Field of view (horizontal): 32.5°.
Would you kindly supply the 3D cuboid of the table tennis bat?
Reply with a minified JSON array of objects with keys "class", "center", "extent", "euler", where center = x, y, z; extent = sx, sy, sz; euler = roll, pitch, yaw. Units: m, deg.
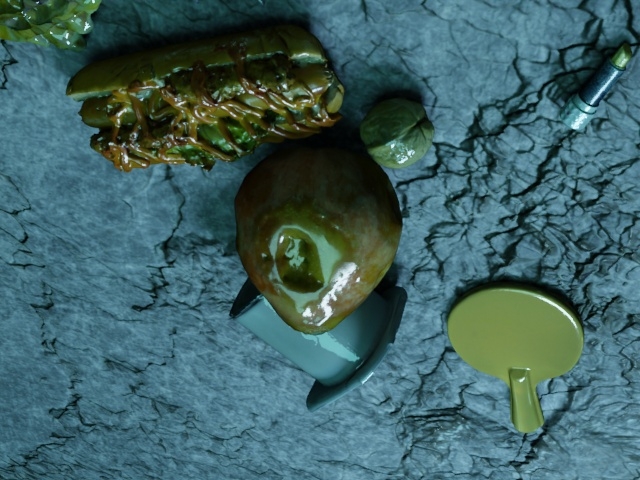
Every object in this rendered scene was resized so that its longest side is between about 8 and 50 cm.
[{"class":"table tennis bat","center":[0.295,0.178,1.635],"extent":[0.198,0.050,0.321],"euler":[0,134,18]}]

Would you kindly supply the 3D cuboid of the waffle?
[{"class":"waffle","center":[-0.361,-0.309,1.268],"extent":[0.223,0.054,0.204],"euler":[16,139,0]}]

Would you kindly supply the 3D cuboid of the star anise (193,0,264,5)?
[{"class":"star anise","center":[-0.145,-0.314,1.169],"extent":[0.204,0.061,0.180],"euler":[19,173,-9]}]

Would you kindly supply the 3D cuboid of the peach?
[{"class":"peach","center":[0.000,0.000,1.372],"extent":[0.214,0.235,0.214],"euler":[0,-178,0]}]

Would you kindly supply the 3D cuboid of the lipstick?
[{"class":"lipstick","center":[0.316,-0.175,1.240],"extent":[0.037,0.037,0.116],"euler":[24,134,-11]}]

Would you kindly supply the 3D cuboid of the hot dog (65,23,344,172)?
[{"class":"hot dog","center":[-0.143,-0.160,1.325],"extent":[0.349,0.117,0.158],"euler":[-6,136,22]}]

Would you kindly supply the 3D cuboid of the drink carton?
[{"class":"drink carton","center":[-0.006,0.096,1.548],"extent":[0.189,0.185,0.191],"euler":[41,135,-12]}]

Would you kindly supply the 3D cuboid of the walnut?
[{"class":"walnut","center":[0.092,-0.129,1.321],"extent":[0.092,0.092,0.092],"euler":[8,139,7]}]
